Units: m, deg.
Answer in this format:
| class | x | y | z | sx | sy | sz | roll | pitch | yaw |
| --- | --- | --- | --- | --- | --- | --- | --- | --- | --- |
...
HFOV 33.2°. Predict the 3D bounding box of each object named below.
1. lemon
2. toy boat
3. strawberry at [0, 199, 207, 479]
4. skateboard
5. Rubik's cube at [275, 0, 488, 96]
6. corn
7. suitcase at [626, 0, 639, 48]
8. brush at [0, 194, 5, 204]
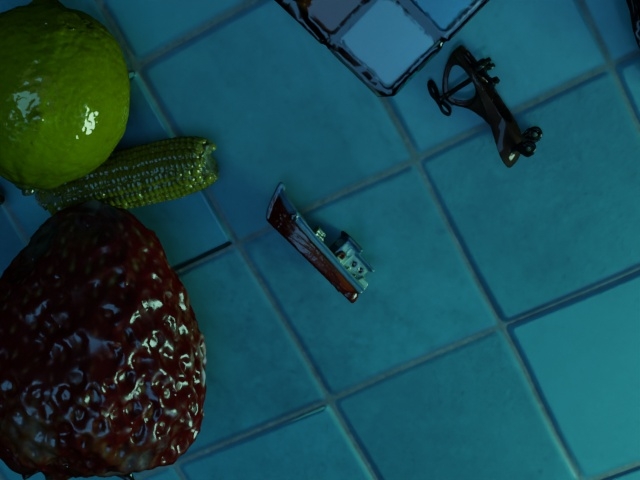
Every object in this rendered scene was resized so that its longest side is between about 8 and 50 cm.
| class | x | y | z | sx | sy | sz | roll | pitch | yaw |
| --- | --- | --- | --- | --- | --- | --- | --- | --- | --- |
| lemon | -0.314 | -0.165 | 1.225 | 0.192 | 0.192 | 0.231 | 6 | 90 | 6 |
| toy boat | 0.000 | 0.000 | 1.314 | 0.059 | 0.069 | 0.173 | -45 | 101 | 0 |
| strawberry | -0.281 | 0.144 | 1.289 | 0.291 | 0.292 | 0.310 | 3 | 137 | 7 |
| skateboard | 0.186 | -0.152 | 1.240 | 0.080 | 0.067 | 0.151 | -30 | 99 | 27 |
| Rubik's cube | 0.072 | -0.283 | 1.141 | 0.180 | 0.167 | 0.183 | 40 | 112 | -9 |
| corn | -0.236 | -0.074 | 1.311 | 0.238 | 0.080 | 0.080 | -11 | 109 | 10 |
| suitcase | 0.487 | -0.272 | 1.102 | 0.335 | 0.152 | 0.230 | -19 | 106 | 17 |
| brush | -0.501 | -0.004 | 1.401 | 0.248 | 0.036 | 0.043 | -34 | 99 | 25 |
